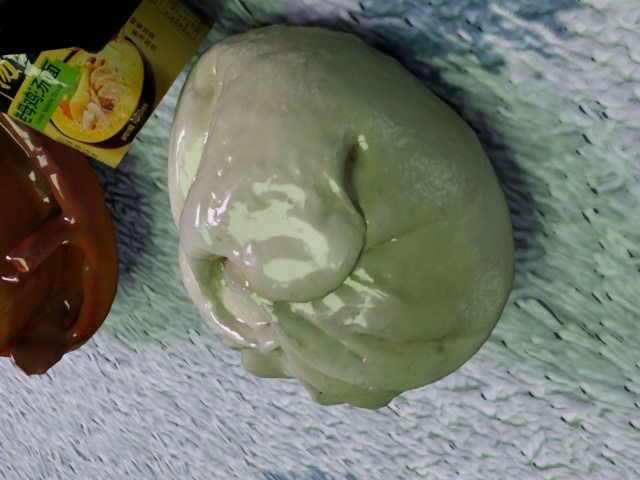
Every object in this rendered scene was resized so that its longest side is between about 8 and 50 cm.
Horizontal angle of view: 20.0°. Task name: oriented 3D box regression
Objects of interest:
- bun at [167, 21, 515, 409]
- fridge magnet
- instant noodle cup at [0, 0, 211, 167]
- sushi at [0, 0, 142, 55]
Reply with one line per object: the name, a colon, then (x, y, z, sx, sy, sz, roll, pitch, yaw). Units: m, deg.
bun: (0.000, 0.000, 1.154, 0.259, 0.160, 0.259, 23, 139, 22)
fridge magnet: (-0.317, -0.042, 1.414, 0.364, 0.155, 0.363, 25, 142, 22)
instant noodle cup: (-0.152, -0.126, 1.186, 0.122, 0.151, 0.151, 35, 147, -9)
sushi: (-0.165, -0.241, 1.006, 0.239, 0.225, 0.218, 9, 135, -10)
